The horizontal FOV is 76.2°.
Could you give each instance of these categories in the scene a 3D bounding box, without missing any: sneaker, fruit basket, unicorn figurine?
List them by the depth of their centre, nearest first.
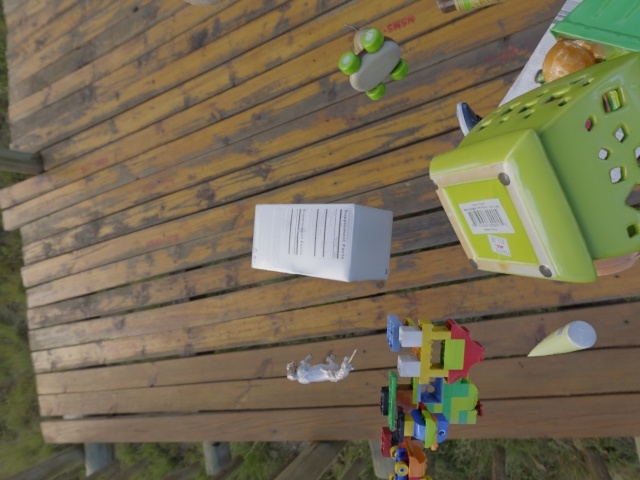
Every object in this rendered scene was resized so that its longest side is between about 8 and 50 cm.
[{"bbox_3d":[0.009,0.259,0.822,0.162,0.111,0.060,-22,89,5],"label":"unicorn figurine"},{"bbox_3d":[0.554,-0.304,0.840,0.327,0.166,0.353,50,125,44],"label":"fruit basket"},{"bbox_3d":[0.471,-0.300,1.084,0.163,0.086,0.226,-21,124,36],"label":"sneaker"}]

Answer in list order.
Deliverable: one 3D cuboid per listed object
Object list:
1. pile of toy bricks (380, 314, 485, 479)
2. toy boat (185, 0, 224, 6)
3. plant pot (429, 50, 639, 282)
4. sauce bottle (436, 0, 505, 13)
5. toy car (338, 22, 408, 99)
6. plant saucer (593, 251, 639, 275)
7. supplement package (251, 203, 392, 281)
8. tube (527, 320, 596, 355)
[{"bbox_3d":[0.129,0.178,0.450,0.105,0.118,0.212,1,99,-1],"label":"pile of toy bricks"},{"bbox_3d":[-0.066,-0.255,0.221,0.151,0.231,0.151,45,74,-8],"label":"toy boat"},{"bbox_3d":[0.298,-0.075,0.553,0.207,0.228,0.227,-31,100,-13],"label":"plant pot"},{"bbox_3d":[0.376,-0.488,0.704,0.345,0.111,0.111,2,91,31],"label":"sauce bottle"},{"bbox_3d":[0.118,-0.501,1.082,0.149,0.155,0.188,-38,54,25],"label":"toy car"},{"bbox_3d":[0.513,0.003,0.790,0.200,0.200,0.037,-13,111,25],"label":"plant saucer"},{"bbox_3d":[0.000,0.000,0.798,0.244,0.139,0.133,4,90,39],"label":"supplement package"},{"bbox_3d":[0.591,0.250,1.006,0.070,0.240,0.062,11,70,11],"label":"tube"}]
